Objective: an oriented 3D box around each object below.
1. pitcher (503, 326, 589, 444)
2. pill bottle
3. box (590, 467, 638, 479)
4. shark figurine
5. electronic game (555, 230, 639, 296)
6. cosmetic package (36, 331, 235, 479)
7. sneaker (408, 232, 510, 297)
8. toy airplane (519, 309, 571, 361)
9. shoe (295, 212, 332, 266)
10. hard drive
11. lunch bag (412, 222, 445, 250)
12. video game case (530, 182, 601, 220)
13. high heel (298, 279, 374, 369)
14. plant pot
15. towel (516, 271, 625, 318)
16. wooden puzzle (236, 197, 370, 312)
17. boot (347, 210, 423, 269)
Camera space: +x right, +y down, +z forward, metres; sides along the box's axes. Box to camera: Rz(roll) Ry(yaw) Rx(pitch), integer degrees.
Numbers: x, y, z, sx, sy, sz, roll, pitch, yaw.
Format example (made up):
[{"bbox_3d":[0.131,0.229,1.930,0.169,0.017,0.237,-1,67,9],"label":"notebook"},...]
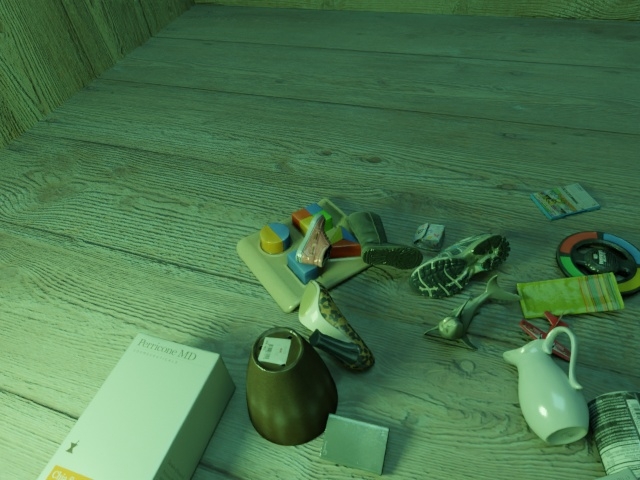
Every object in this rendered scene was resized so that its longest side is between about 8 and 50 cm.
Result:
[{"bbox_3d":[0.495,0.301,0.998,0.125,0.178,0.207,18,40,-19],"label":"pitcher"},{"bbox_3d":[0.605,0.425,0.890,0.130,0.131,0.246,-1,47,7],"label":"pill bottle"},{"bbox_3d":[0.454,0.498,0.802,0.180,0.182,0.119,-13,45,-6],"label":"box"},{"bbox_3d":[0.376,0.207,1.179,0.278,0.166,0.116,-25,72,-39],"label":"shark figurine"},{"bbox_3d":[0.763,0.059,1.280,0.228,0.048,0.230,-4,46,4],"label":"electronic game"},{"bbox_3d":[-0.389,0.442,0.987,0.229,0.162,0.454,10,48,16],"label":"cosmetic package"},{"bbox_3d":[0.374,0.066,1.308,0.282,0.110,0.122,-24,12,2],"label":"sneaker"},{"bbox_3d":[0.558,0.227,1.152,0.151,0.028,0.151,2,61,-3],"label":"toy airplane"},{"bbox_3d":[0.000,0.000,1.330,0.081,0.064,0.178,14,51,15],"label":"shoe"},{"bbox_3d":[0.073,0.434,1.010,0.135,0.022,0.094,8,67,16],"label":"hard drive"},{"bbox_3d":[0.322,-0.013,1.407,0.083,0.053,0.071,9,46,28],"label":"lunch bag"},{"bbox_3d":[0.765,-0.122,1.478,0.166,0.015,0.119,-13,47,-5],"label":"video game case"},{"bbox_3d":[0.042,0.212,1.204,0.186,0.093,0.261,31,23,-24],"label":"high heel"},{"bbox_3d":[-0.077,0.298,1.035,0.215,0.231,0.216,-4,46,4],"label":"plant pot"},{"bbox_3d":[0.635,0.140,1.207,0.236,0.021,0.102,-8,55,11],"label":"towel"},{"bbox_3d":[-0.040,0.014,1.409,0.347,0.081,0.322,-30,50,-20],"label":"wooden puzzle"},{"bbox_3d":[0.181,-0.006,1.355,0.189,0.076,0.209,10,26,-10],"label":"boot"}]
